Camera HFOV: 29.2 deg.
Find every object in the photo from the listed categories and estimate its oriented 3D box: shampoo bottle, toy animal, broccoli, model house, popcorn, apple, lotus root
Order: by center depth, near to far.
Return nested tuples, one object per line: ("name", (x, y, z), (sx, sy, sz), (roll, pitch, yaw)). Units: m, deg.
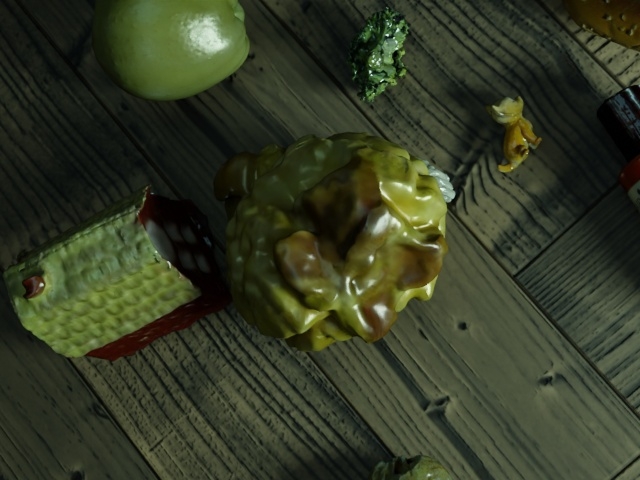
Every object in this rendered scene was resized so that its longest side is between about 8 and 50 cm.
("shampoo bottle", (0.410, -0.052, 1.383), (0.104, 0.104, 0.278), (-33, 75, 9))
("lotus root", (0.116, 0.344, 1.419), (0.113, 0.088, 0.192), (-16, 79, 6))
("popcorn", (0.000, 0.000, 1.440), (0.332, 0.225, 0.265), (19, 75, 38))
("toy animal", (0.222, -0.132, 1.472), (0.081, 0.060, 0.083), (-44, 83, 4))
("model house", (-0.245, 0.040, 1.472), (0.196, 0.254, 0.160), (-27, 80, 11))
("broccoli", (0.073, -0.227, 1.504), (0.097, 0.092, 0.095), (-28, 104, 5))
("apple", (-0.189, -0.267, 1.538), (0.200, 0.200, 0.200), (-2, 82, 15))

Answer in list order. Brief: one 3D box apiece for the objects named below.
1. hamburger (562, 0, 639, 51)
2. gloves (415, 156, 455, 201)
("hamburger", (0.383, -0.330, 1.396), (0.243, 0.146, 0.286), (-26, 93, 30))
("gloves", (0.129, -0.073, 1.501), (0.081, 0.037, 0.044), (31, 127, 12))
